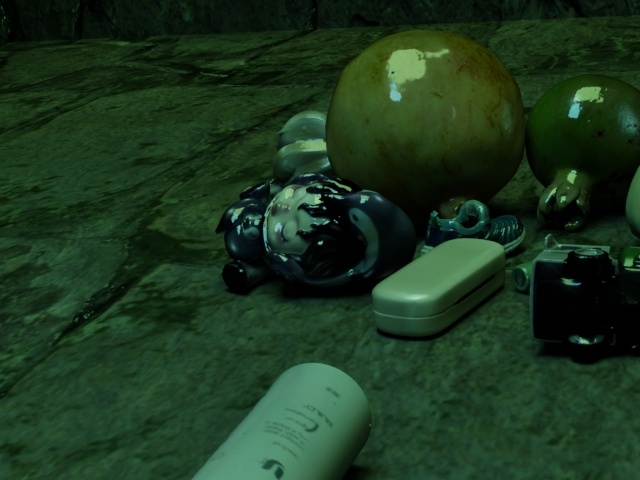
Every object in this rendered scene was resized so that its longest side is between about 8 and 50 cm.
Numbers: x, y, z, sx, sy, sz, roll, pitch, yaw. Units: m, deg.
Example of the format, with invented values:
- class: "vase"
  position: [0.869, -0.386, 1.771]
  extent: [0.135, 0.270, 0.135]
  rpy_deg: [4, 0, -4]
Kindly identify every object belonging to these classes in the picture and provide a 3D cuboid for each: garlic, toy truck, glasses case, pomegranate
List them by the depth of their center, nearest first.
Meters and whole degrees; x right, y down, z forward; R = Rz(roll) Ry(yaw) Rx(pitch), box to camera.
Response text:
- class: "toy truck"
  position: [0.324, 0.051, 1.216]
  extent: [0.243, 0.101, 0.125]
  rpy_deg: [3, 14, 17]
- class: "glasses case"
  position: [0.127, 0.047, 1.363]
  extent: [0.083, 0.050, 0.196]
  rpy_deg: [9, 23, 33]
- class: "pomegranate"
  position: [0.138, -0.127, 1.626]
  extent: [0.252, 0.270, 0.229]
  rpy_deg: [-2, -24, -19]
- class: "pomegranate"
  position: [0.328, -0.113, 1.630]
  extent: [0.211, 0.179, 0.179]
  rpy_deg: [-27, 25, -24]
- class: "garlic"
  position: [-0.023, -0.107, 1.826]
  extent: [0.194, 0.127, 0.131]
  rpy_deg: [-27, -28, 32]

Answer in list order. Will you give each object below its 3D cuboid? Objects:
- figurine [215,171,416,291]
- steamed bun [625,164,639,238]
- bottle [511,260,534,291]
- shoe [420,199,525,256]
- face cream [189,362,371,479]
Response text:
- class: "figurine"
  position: [0.000, 0.000, 1.458]
  extent: [0.222, 0.145, 0.145]
  rpy_deg: [-6, 14, 36]
- class: "steamed bun"
  position: [0.486, -0.072, 1.381]
  extent: [0.276, 0.203, 0.289]
  rpy_deg: [-7, 18, -8]
- class: "bottle"
  position: [0.248, 0.033, 1.405]
  extent: [0.083, 0.030, 0.030]
  rpy_deg: [-14, 20, -29]
- class: "shoe"
  position: [0.177, -0.011, 1.502]
  extent: [0.143, 0.071, 0.064]
  rpy_deg: [-11, 18, -33]
- class: "face cream"
  position: [-0.049, 0.187, 0.906]
  extent: [0.092, 0.092, 0.311]
  rpy_deg: [1, 20, 19]
